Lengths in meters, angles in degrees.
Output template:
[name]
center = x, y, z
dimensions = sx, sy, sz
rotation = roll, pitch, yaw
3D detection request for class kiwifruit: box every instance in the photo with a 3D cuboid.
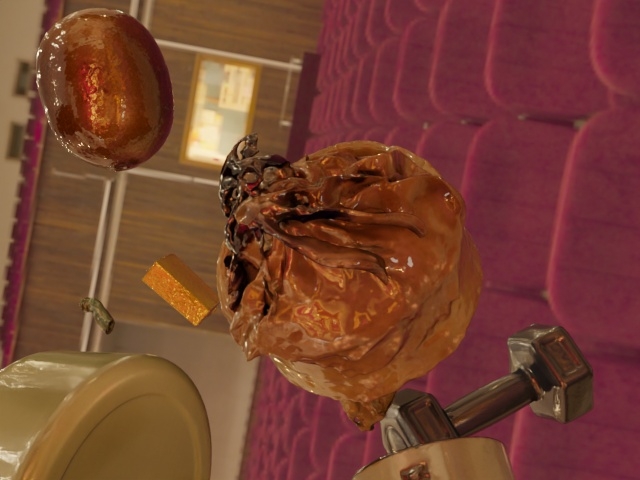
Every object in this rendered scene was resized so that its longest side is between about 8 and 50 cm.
[kiwifruit]
center = -0.307, -0.211, 1.384
dimensions = 0.196, 0.195, 0.234
rotation = 106, 151, -72

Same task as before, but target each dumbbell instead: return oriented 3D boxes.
[dumbbell]
center = 0.247, 0.243, 1.418
dimensions = 0.143, 0.316, 0.156
rotation = 43, 150, 51

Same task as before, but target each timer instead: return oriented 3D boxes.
[timer]
center = -0.309, 0.228, 0.935
dimensions = 0.290, 0.315, 0.291
rotation = -28, -58, -57

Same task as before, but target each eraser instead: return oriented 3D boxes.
[eraser]
center = -0.228, 0.082, 1.608
dimensions = 0.045, 0.122, 0.097
rotation = -49, -2, 10

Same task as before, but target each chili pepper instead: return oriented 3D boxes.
[chili pepper]
center = -0.261, 0.082, 1.116
dimensions = 0.083, 0.022, 0.027
rotation = 29, 145, 51

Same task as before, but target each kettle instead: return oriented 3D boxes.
[kettle]
center = 0.120, 0.311, 0.871
dimensions = 0.221, 0.161, 0.237
rotation = 56, -162, -58

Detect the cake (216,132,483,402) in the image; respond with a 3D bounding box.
[cake]
center = 0.005, -0.007, 1.144
dimensions = 0.321, 0.332, 0.332
rotation = 55, -144, -48

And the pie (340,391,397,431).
[pie]
center = 0.092, 0.134, 1.371
dimensions = 0.129, 0.068, 0.282
rotation = 55, -144, -29
